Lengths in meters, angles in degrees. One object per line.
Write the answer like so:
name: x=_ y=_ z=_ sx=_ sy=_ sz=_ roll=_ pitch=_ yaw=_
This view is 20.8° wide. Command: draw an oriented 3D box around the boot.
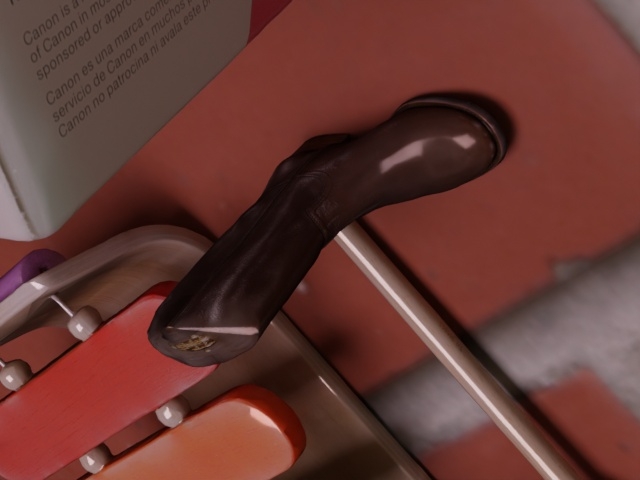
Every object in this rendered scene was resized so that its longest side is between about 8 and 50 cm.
boot: x=0.000 y=0.000 z=0.600 sx=0.106 sy=0.114 sz=0.037 roll=-15 pitch=115 yaw=47

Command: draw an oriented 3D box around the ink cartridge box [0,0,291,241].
ink cartridge box: x=-0.097 y=-0.175 z=0.447 sx=0.117 sy=0.207 sz=0.283 roll=7 pitch=129 yaw=33

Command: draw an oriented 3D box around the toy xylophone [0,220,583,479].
toy xylophone: x=-0.010 y=0.109 z=0.736 sx=0.322 sy=0.081 sz=0.236 roll=43 pitch=141 yaw=-1
